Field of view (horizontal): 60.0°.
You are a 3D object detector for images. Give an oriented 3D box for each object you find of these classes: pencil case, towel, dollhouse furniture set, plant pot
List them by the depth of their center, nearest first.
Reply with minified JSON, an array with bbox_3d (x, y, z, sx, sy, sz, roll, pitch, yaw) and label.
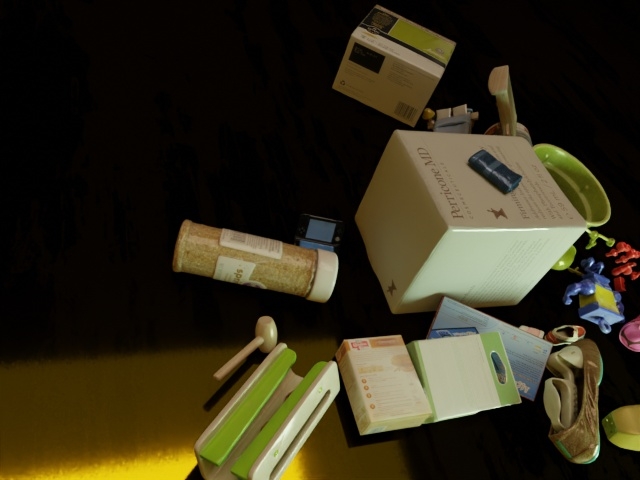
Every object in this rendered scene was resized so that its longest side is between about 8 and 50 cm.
[{"bbox_3d":[0.400,-0.161,1.268,0.119,0.029,0.067,44,49,18],"label":"towel"},{"bbox_3d":[0.706,0.431,1.279,0.084,0.081,0.081,4,47,-5],"label":"plant pot"},{"bbox_3d":[0.920,0.229,1.538,0.210,0.098,0.095,-22,61,-35],"label":"pencil case"},{"bbox_3d":[0.619,-0.088,1.579,0.276,0.254,0.275,16,50,-20],"label":"plant pot"},{"bbox_3d":[0.452,-0.379,1.765,0.304,0.198,0.286,-5,45,26],"label":"dollhouse furniture set"}]

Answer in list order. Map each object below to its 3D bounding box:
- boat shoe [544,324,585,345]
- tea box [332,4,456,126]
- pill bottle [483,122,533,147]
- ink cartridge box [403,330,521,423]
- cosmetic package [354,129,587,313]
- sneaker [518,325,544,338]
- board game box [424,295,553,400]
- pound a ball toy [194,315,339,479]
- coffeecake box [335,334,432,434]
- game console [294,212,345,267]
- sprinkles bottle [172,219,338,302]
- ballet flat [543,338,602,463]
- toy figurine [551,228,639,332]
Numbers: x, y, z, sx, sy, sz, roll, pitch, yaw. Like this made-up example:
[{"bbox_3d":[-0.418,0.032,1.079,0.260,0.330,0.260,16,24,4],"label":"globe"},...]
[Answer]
[{"bbox_3d":[0.649,0.243,1.451,0.137,0.043,0.049,-4,49,-27],"label":"boat shoe"},{"bbox_3d":[0.265,-0.624,1.967,0.329,0.219,0.323,27,46,3],"label":"tea box"},{"bbox_3d":[0.622,-0.248,1.809,0.162,0.161,0.283,16,45,-9],"label":"pill bottle"},{"bbox_3d":[0.312,0.297,1.224,0.235,0.056,0.171,-2,67,-25],"label":"ink cartridge box"},{"bbox_3d":[0.352,-0.044,1.393,0.394,0.327,0.329,-2,50,-22],"label":"cosmetic package"},{"bbox_3d":[0.503,0.265,1.369,0.070,0.050,0.134,23,49,16],"label":"sneaker"},{"bbox_3d":[0.389,0.251,1.295,0.282,0.027,0.145,24,79,-1],"label":"board game box"},{"bbox_3d":[-0.107,0.309,1.039,0.208,0.135,0.319,14,39,27],"label":"pound a ball toy"},{"bbox_3d":[0.129,0.299,1.166,0.143,0.068,0.185,-1,50,-23],"label":"coffeecake box"},{"bbox_3d":[0.000,0.000,1.390,0.122,0.107,0.071,11,18,-14],"label":"game console"},{"bbox_3d":[-0.144,0.048,1.248,0.356,0.121,0.121,13,46,-11],"label":"sprinkles bottle"},{"bbox_3d":[0.574,0.338,1.281,0.124,0.116,0.342,34,49,-8],"label":"ballet flat"},{"bbox_3d":[0.754,0.134,1.490,0.363,0.191,0.217,22,59,-26],"label":"toy figurine"}]
